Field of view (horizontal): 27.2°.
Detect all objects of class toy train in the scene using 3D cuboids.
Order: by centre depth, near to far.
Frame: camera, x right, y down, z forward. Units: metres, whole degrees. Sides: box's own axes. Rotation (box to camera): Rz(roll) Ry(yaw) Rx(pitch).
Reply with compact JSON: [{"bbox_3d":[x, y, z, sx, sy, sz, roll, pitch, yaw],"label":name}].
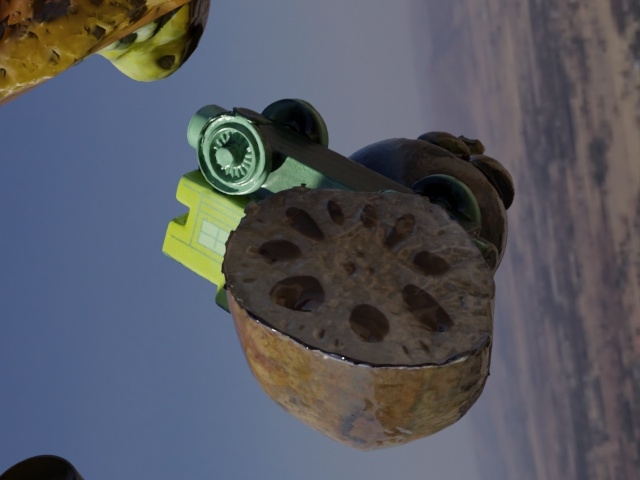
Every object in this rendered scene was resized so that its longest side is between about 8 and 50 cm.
[{"bbox_3d":[0.000,0.000,1.641,0.179,0.442,0.272,-24,-44,-55],"label":"toy train"}]

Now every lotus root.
[{"bbox_3d":[0.036,0.081,1.266,0.272,0.272,0.192,-93,4,-45],"label":"lotus root"}]

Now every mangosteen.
[{"bbox_3d":[0.147,-0.044,1.881,0.302,0.275,0.275,-50,-34,-30],"label":"mangosteen"}]

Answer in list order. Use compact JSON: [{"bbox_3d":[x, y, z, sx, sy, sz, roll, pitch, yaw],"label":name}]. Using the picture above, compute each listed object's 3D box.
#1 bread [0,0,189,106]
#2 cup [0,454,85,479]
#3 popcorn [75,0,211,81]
[{"bbox_3d":[-0.142,-0.184,0.683,0.185,0.380,0.109,62,-176,-2],"label":"bread"},{"bbox_3d":[-0.373,0.435,1.845,0.239,0.166,0.177,-97,-8,-49],"label":"cup"},{"bbox_3d":[-0.221,-0.290,1.136,0.312,0.312,0.312,-8,-90,-85],"label":"popcorn"}]
